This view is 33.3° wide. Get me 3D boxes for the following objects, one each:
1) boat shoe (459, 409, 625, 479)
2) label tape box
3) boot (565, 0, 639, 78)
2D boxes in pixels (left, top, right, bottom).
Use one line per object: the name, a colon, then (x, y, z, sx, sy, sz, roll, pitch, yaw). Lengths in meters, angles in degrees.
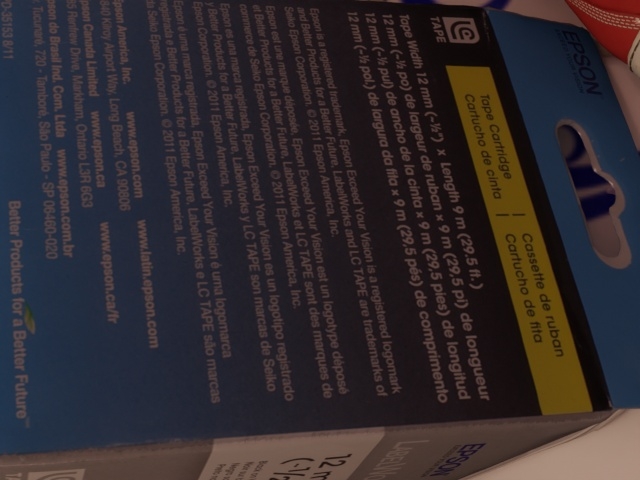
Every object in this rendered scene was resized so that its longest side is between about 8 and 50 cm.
boat shoe: (0.102, 0.090, 0.596, 0.184, 0.063, 0.066, -27, 73, 21)
label tape box: (0.000, 0.000, 0.551, 0.115, 0.348, 0.249, 121, 144, -55)
boot: (0.196, -0.220, 0.537, 0.244, 0.088, 0.176, -48, 66, 17)
